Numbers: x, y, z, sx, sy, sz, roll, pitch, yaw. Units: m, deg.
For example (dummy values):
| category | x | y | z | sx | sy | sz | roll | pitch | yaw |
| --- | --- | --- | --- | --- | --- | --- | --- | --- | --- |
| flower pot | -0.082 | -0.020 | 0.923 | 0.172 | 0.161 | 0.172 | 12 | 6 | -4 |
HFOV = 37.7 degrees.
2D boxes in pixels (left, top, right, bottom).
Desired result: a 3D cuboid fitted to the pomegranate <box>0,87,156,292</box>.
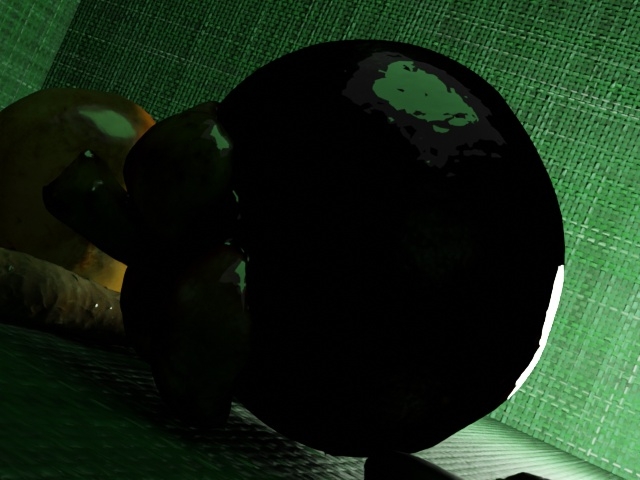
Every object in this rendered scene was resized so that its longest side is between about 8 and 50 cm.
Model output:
| category | x | y | z | sx | sy | sz | roll | pitch | yaw |
| --- | --- | --- | --- | --- | --- | --- | --- | --- | --- |
| pomegranate | -0.295 | -0.054 | 1.112 | 0.228 | 0.252 | 0.270 | 2 | 8 | -25 |

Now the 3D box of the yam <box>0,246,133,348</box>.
| category | x | y | z | sx | sy | sz | roll | pitch | yaw |
| --- | --- | --- | --- | --- | --- | --- | --- | --- | --- |
| yam | -0.225 | 0.062 | 0.892 | 0.066 | 0.066 | 0.299 | 21 | -3 | 36 |

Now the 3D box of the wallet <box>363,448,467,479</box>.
| category | x | y | z | sx | sy | sz | roll | pitch | yaw |
| --- | --- | --- | --- | --- | --- | --- | --- | --- | --- |
| wallet | 0.156 | 0.230 | 0.730 | 0.250 | 0.044 | 0.149 | 21 | -7 | 33 |

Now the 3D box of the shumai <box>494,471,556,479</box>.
| category | x | y | z | sx | sy | sz | roll | pitch | yaw |
| --- | --- | --- | --- | --- | --- | --- | --- | --- | --- |
| shumai | 0.131 | 0.185 | 0.548 | 0.098 | 0.087 | 0.123 | 20 | -5 | 28 |

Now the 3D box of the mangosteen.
| category | x | y | z | sx | sy | sz | roll | pitch | yaw |
| --- | --- | --- | --- | --- | --- | --- | --- | --- | --- |
| mangosteen | 0.000 | 0.000 | 0.818 | 0.435 | 0.382 | 0.382 | 7 | 8 | -39 |
